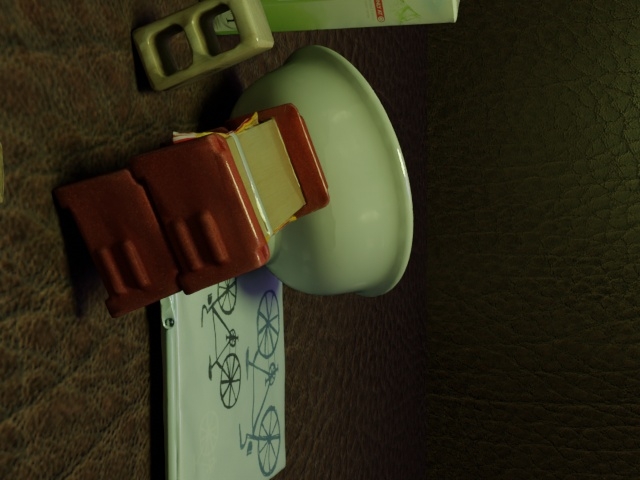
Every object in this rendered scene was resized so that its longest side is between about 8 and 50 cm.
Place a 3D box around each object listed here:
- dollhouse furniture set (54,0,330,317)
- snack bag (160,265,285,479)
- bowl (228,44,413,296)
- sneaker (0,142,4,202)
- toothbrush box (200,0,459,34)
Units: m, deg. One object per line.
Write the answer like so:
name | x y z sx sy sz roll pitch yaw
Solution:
dollhouse furniture set | -0.140 -0.153 0.654 0.374 0.152 0.201 70 21 -10
snack bag | -0.110 0.170 0.900 0.342 0.037 0.323 -10 100 -73
bowl | -0.034 -0.057 0.860 0.134 0.298 0.297 -20 118 -25
sneaker | -0.234 -0.041 0.470 0.118 0.067 0.042 -163 -111 -76
toothbrush box | 0.000 -0.341 0.803 0.206 0.283 0.122 75 23 -46
